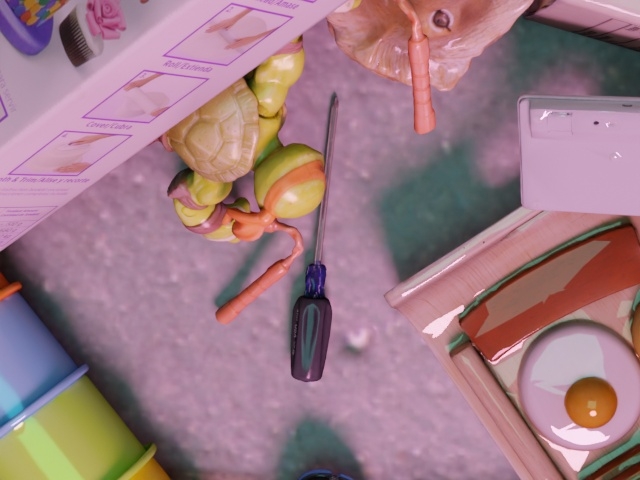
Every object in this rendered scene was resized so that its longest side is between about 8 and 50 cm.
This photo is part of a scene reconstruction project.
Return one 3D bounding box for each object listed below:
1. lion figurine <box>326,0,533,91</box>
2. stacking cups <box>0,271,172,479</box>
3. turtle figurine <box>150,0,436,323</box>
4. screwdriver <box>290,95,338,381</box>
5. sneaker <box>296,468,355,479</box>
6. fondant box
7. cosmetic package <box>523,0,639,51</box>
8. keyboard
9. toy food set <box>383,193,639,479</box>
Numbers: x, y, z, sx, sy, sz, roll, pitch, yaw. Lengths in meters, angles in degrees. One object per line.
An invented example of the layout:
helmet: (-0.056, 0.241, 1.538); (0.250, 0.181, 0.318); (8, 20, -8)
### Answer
lion figurine: (-0.013, -0.277, 0.630); (0.392, 0.142, 0.240); (42, 107, 11)
stacking cups: (-0.191, 0.078, 0.696); (0.096, 0.096, 0.316); (-38, 95, 8)
turtle figurine: (-0.067, -0.077, 0.639); (0.217, 0.087, 0.269); (50, 143, 15)
screwdriver: (0.000, 0.000, 0.717); (0.024, 0.025, 0.169); (6, 90, 3)
sneaker: (-0.002, 0.228, 0.716); (0.067, 0.078, 0.188); (11, 98, 1)
fondant box: (-0.137, -0.158, 0.568); (0.330, 0.096, 0.238); (-31, 74, 30)
cosmetic package: (0.269, -0.136, 0.611); (0.296, 0.153, 0.129); (16, 98, -1)
keyboard: (0.224, -0.036, 0.586); (0.256, 0.014, 0.072); (4, 136, 17)
toy food set: (0.210, 0.093, 0.677); (0.220, 0.092, 0.306); (-34, 95, 7)
